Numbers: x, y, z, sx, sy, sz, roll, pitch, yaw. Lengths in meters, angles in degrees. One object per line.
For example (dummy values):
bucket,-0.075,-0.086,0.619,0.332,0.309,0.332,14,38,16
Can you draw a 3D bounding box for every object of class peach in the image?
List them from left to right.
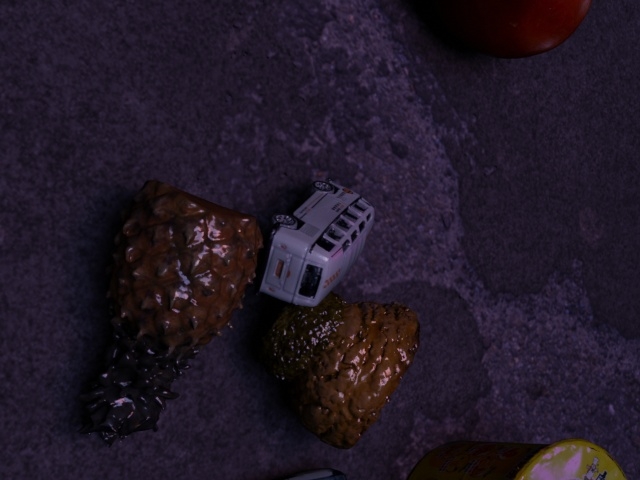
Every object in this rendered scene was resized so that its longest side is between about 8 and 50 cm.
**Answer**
peach,0.240,-0.350,1.146,0.243,0.199,0.243,49,25,-32

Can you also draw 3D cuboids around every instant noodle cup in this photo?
instant noodle cup,0.236,0.362,1.105,0.264,0.200,0.264,2,87,-34

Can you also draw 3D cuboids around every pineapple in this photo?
pineapple,-0.169,0.084,0.897,0.158,0.158,0.279,26,85,-29

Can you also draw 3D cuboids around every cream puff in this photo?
cream puff,0.005,0.120,1.008,0.169,0.183,0.183,33,69,-1

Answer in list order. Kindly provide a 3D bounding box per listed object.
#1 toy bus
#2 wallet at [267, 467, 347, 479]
toy bus,0.000,0.000,0.988,0.194,0.089,0.087,-47,157,-59
wallet,-0.048,0.458,1.007,0.190,0.046,0.379,-2,90,-32
